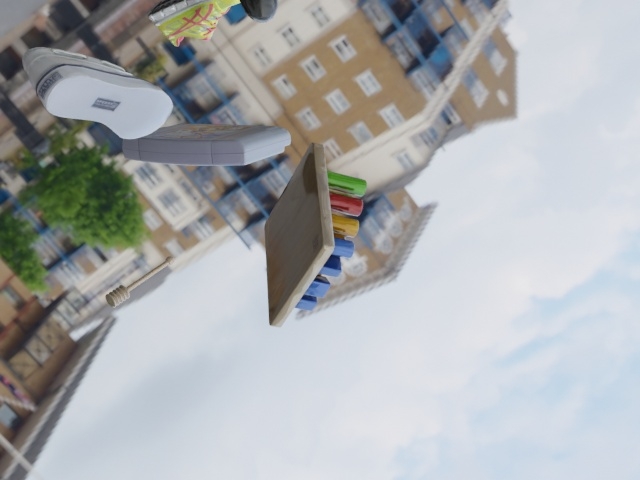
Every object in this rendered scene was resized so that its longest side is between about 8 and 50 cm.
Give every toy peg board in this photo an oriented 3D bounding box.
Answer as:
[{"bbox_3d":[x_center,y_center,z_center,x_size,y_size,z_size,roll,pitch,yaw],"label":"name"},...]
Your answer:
[{"bbox_3d":[0.000,0.000,1.041,0.161,0.079,0.161,123,-29,-44],"label":"toy peg board"}]

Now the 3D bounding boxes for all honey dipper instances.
[{"bbox_3d":[-0.344,0.077,1.694,0.160,0.031,0.030,-36,-169,-36],"label":"honey dipper"}]

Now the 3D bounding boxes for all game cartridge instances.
[{"bbox_3d":[-0.233,-0.191,1.729,0.297,0.062,0.198,6,-166,28],"label":"game cartridge"}]

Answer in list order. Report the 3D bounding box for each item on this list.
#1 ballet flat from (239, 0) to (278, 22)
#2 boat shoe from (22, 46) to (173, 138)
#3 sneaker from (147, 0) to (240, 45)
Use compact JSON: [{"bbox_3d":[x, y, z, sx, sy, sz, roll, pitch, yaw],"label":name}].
[{"bbox_3d":[-0.093,-0.341,1.027,0.057,0.173,0.049,-16,-166,-6],"label":"ballet flat"},{"bbox_3d":[-0.312,-0.212,1.234,0.096,0.088,0.267,-46,161,20],"label":"boat shoe"},{"bbox_3d":[-0.208,-0.415,1.595,0.208,0.094,0.081,-11,-146,29],"label":"sneaker"}]
